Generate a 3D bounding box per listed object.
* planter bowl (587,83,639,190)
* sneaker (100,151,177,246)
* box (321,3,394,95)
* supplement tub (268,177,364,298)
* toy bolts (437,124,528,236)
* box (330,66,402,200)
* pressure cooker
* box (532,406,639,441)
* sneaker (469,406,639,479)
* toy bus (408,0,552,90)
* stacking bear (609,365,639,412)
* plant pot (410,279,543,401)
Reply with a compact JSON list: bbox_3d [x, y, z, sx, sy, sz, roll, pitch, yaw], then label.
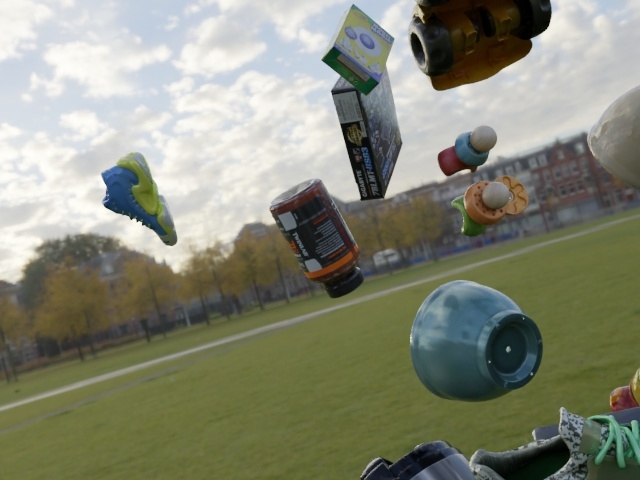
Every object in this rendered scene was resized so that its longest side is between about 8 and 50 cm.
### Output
[{"bbox_3d":[0.448,-0.149,0.956,0.162,0.162,0.109,-14,-39,-27],"label":"planter bowl"},{"bbox_3d":[-0.411,-0.077,1.642,0.126,0.240,0.091,-22,27,-6],"label":"sneaker"},{"bbox_3d":[0.072,-0.345,1.304,0.043,0.105,0.179,-41,22,40],"label":"box"},{"bbox_3d":[0.000,0.000,1.261,0.106,0.197,0.106,-27,13,7],"label":"supplement tub"},{"bbox_3d":[0.395,-0.154,1.683,0.218,0.228,0.158,-16,-14,-23],"label":"toy bolts"},{"bbox_3d":[0.124,-0.297,1.816,0.074,0.293,0.295,-2,34,20],"label":"box"},{"bbox_3d":[0.274,0.694,1.773,0.376,0.420,0.369,-17,-44,-33],"label":"pressure cooker"},{"bbox_3d":[0.561,0.529,1.308,0.212,0.293,0.395,-20,-49,25],"label":"box"},{"bbox_3d":[0.373,0.284,0.929,0.411,0.182,0.158,-26,22,18],"label":"sneaker"},{"bbox_3d":[0.133,-0.305,0.784,0.150,0.211,0.220,-24,-36,-8],"label":"toy bus"},{"bbox_3d":[0.711,0.310,1.524,0.175,0.164,0.289,-53,-7,-46],"label":"stacking bear"},{"bbox_3d":[0.383,0.243,1.705,0.293,0.292,0.196,-14,7,-28],"label":"plant pot"}]
